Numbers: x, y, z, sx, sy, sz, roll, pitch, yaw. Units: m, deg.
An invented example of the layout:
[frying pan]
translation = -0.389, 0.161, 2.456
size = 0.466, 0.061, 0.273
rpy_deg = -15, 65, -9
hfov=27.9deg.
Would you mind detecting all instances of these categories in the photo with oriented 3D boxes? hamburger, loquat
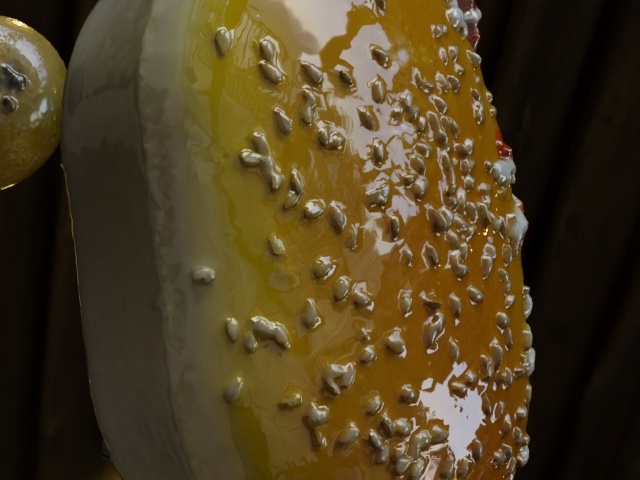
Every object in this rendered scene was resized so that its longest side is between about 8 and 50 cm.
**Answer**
[hamburger]
translation = 0.000, 0.000, 0.561
size = 0.151, 0.227, 0.295
rpy_deg = -4, -87, 31
[loquat]
translation = -0.325, -0.129, 1.236
size = 0.149, 0.204, 0.172
rpy_deg = 35, -70, 9
